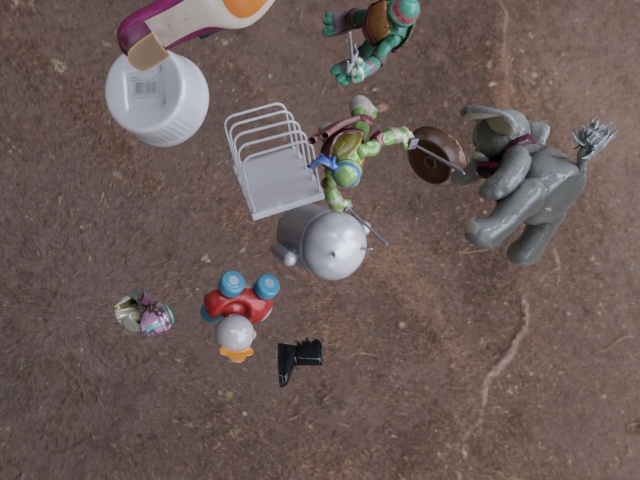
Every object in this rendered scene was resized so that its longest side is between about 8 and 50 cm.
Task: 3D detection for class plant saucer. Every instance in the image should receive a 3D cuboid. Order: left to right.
[{"bbox_3d":[0.324,-0.233,1.583,0.036,0.198,0.199,-41,101,-30],"label":"plant saucer"}]

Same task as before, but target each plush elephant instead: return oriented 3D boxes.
[{"bbox_3d":[0.377,-0.150,1.102,0.271,0.255,0.330,9,121,-44],"label":"plush elephant"}]

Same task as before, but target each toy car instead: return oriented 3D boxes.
[{"bbox_3d":[-0.232,0.246,1.595,0.210,0.219,0.238,8,55,-28],"label":"toy car"}]

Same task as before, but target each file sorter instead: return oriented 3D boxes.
[{"bbox_3d":[-0.129,-0.219,1.417,0.192,0.278,0.173,-17,128,-9],"label":"file sorter"}]

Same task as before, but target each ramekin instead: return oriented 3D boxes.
[{"bbox_3d":[-0.472,-0.415,1.557,0.277,0.135,0.278,0,89,12],"label":"ramekin"}]

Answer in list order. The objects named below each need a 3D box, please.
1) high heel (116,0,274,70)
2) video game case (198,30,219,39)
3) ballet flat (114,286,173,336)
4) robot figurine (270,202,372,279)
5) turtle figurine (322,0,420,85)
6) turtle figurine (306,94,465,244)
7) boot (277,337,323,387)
[{"bbox_3d":[-0.166,-0.320,0.747,0.244,0.117,0.082,-35,135,3],"label":"high heel"},{"bbox_3d":[-0.253,-0.553,1.112,0.196,0.026,0.274,-40,90,-29],"label":"video game case"},{"bbox_3d":[-0.361,0.142,1.085,0.079,0.221,0.077,-21,107,-29],"label":"ballet flat"},{"bbox_3d":[0.000,0.000,1.618,0.299,0.353,0.200,-25,113,-24],"label":"robot figurine"},{"bbox_3d":[0.073,-0.306,0.780,0.118,0.234,0.176,4,91,-18],"label":"turtle figurine"},{"bbox_3d":[0.091,-0.149,1.078,0.274,0.198,0.266,10,38,-12],"label":"turtle figurine"},{"bbox_3d":[-0.043,0.263,1.184,0.099,0.121,0.045,-1,125,-4],"label":"boot"}]
